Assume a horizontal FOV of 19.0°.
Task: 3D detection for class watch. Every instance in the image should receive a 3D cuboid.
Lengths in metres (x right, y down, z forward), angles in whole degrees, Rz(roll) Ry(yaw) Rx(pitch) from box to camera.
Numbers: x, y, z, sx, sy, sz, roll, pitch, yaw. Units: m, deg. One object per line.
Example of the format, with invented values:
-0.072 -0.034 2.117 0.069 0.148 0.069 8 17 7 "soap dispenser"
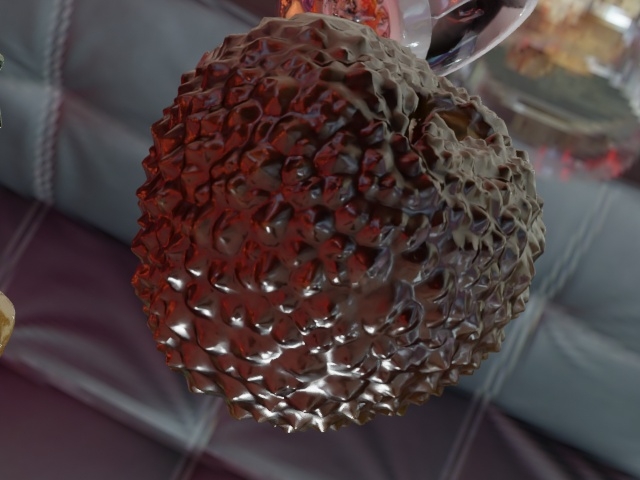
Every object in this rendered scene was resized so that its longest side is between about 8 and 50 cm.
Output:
0.094 -0.261 2.036 0.196 0.231 0.244 60 144 14 "watch"

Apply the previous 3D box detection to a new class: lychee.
0.000 0.000 1.173 0.268 0.267 0.267 18 146 13 "lychee"

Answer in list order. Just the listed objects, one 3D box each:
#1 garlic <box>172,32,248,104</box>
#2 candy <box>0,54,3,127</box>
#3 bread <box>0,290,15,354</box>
-0.052 -0.031 1.502 0.207 0.207 0.256 -9 102 42 "garlic"
-0.331 -0.154 1.932 0.023 0.083 0.025 -12 167 25 "candy"
-0.356 0.067 1.728 0.077 0.116 0.200 2 150 33 "bread"
